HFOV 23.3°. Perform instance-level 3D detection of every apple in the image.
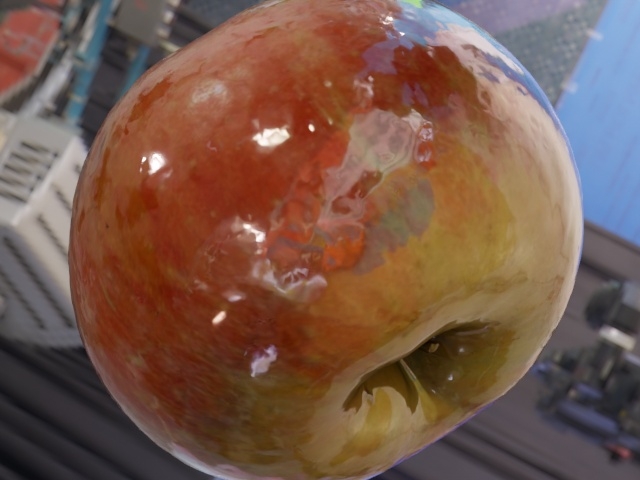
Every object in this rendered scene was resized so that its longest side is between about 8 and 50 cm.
[{"bbox_3d":[0.000,0.000,0.607,0.209,0.164,0.209,-23,-31,-15],"label":"apple"}]
